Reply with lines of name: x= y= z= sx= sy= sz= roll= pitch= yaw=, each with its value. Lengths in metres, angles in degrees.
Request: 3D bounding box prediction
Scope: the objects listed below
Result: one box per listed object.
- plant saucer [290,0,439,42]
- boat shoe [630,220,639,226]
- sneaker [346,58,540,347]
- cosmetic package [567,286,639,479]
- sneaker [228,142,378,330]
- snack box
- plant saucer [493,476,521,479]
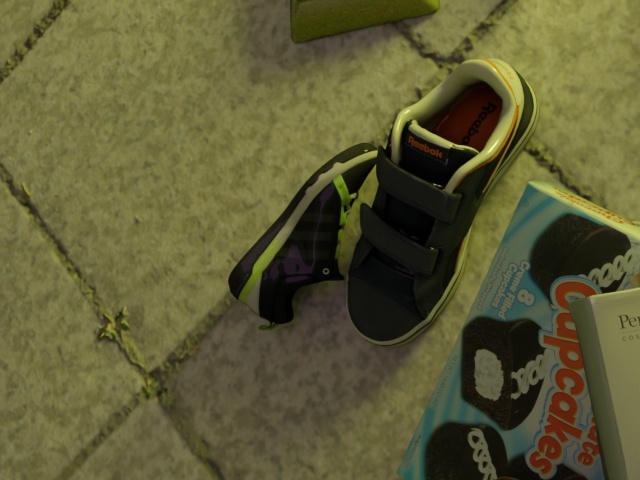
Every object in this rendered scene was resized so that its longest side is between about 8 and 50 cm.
plant saucer: x=0.038 y=-0.340 z=1.236 sx=0.188 sy=0.045 sz=0.189 roll=-8 pitch=75 yaw=25
boat shoe: x=0.312 y=0.070 z=0.996 sx=0.066 sy=0.063 sz=0.184 roll=-8 pitch=75 yaw=25
sneaker: x=0.105 y=-0.043 z=1.092 sx=0.126 sy=0.127 sz=0.321 roll=28 pitch=93 yaw=27
cosmetic package: x=0.409 y=0.149 z=0.818 sx=0.377 sy=0.097 sz=0.285 roll=-11 pitch=82 yaw=2
sneaker: x=0.000 y=0.000 z=1.172 sx=0.097 sy=0.084 sz=0.235 roll=42 pitch=101 yaw=7
snack box: x=0.215 y=0.129 z=0.988 sx=0.187 sy=0.060 sz=0.322 roll=30 pitch=108 yaw=29
plant saucer: x=0.188 y=0.298 z=0.904 sx=0.036 sy=0.199 sz=0.199 roll=-25 pitch=63 yaw=-21
